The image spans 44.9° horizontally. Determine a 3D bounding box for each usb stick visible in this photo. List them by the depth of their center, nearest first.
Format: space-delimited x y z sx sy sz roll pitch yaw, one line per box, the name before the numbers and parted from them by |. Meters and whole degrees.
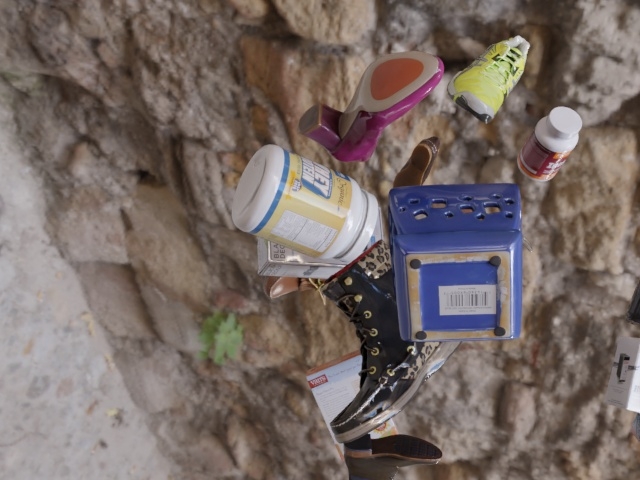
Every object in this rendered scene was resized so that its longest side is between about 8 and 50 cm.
usb stick | 0.787 0.066 1.828 0.077 0.045 0.278 60 53 -80

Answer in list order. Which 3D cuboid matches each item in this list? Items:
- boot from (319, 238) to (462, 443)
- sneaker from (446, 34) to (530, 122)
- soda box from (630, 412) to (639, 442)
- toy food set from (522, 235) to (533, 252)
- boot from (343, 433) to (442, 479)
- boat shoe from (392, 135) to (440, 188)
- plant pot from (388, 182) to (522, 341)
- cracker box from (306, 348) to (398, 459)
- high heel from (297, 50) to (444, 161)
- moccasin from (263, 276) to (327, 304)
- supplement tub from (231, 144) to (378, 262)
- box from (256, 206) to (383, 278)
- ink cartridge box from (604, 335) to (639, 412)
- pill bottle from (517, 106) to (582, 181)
boot | 0.098 0.197 1.576 0.377 0.284 0.138 -39 -177 -26
sneaker | 0.428 -0.420 1.942 0.147 0.145 0.384 -52 -177 37
soda box | 0.754 0.384 1.637 0.058 0.183 0.063 -118 -156 -48
toy food set | 0.449 0.064 2.194 0.220 0.306 0.092 -16 85 -75
boot | 0.159 0.496 1.730 0.082 0.219 0.106 -67 160 -64
boat shoe | 0.260 -0.191 2.050 0.073 0.073 0.207 -43 170 -40
plant pot | 0.235 0.047 1.326 0.212 0.236 0.235 -76 162 -63
cracker box | 0.080 0.404 1.918 0.067 0.156 0.232 -75 142 -83
high heel | 0.135 -0.252 1.517 0.181 0.377 0.127 22 69 -35
moccasin | 0.015 0.096 2.277 0.380 0.147 0.139 -13 144 -25
supplement tub | -0.025 -0.054 1.233 0.144 0.200 0.144 -48 -149 41
box | 0.000 0.000 1.814 0.087 0.290 0.169 133 -42 -61
ink cartridge box | 0.609 0.259 1.475 0.056 0.099 0.135 4 -103 63
pill bottle | 0.454 -0.191 1.528 0.152 0.086 0.086 104 10 -59
